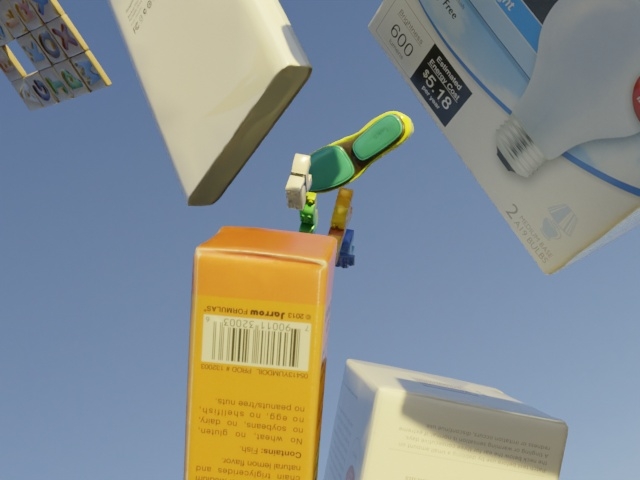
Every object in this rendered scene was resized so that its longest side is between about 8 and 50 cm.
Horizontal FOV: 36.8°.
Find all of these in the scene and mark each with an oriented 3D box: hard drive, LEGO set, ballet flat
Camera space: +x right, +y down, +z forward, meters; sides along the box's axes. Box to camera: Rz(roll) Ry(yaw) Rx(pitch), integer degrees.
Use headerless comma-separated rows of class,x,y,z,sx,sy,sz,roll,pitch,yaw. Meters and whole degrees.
hard drive,-0.145,-0.249,1.112,0.047,0.353,0.233,0,-36,-40
LEGO set,0.000,0.000,1.266,0.087,0.093,0.227,11,-34,10
ballet flat,0.061,-0.145,1.633,0.231,0.077,0.077,-29,-7,25

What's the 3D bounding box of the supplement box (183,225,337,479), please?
supplement box,-0.037,0.114,0.562,0.080,0.078,0.233,7,-79,4

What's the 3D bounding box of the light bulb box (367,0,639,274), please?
light bulb box,0.289,-0.220,0.954,0.225,0.358,0.361,-26,-16,-32

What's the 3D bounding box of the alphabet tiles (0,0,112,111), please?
alphabet tiles,-0.325,-0.243,0.978,0.009,0.198,0.237,-45,-65,-30

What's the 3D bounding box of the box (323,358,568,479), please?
box,0.082,0.302,0.881,0.168,0.345,0.215,12,-1,-6
